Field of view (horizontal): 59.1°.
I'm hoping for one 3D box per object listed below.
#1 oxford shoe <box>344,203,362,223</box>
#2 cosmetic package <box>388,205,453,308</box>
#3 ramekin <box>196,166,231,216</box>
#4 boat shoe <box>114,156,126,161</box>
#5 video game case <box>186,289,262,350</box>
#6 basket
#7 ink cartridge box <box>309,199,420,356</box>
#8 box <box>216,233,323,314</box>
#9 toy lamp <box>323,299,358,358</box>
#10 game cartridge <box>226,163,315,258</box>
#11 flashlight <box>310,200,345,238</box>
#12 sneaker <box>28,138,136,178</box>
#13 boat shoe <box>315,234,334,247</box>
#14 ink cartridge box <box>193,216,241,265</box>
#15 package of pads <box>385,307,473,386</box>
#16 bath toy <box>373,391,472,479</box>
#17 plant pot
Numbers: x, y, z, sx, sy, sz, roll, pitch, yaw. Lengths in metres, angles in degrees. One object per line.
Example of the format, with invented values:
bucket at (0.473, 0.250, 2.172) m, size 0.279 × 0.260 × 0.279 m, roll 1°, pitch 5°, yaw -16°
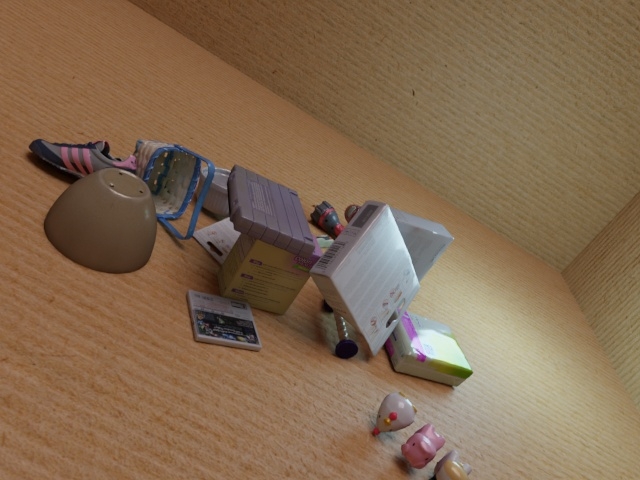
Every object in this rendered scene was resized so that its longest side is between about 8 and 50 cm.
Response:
oxford shoe at (0.214, -0.035, 2.432) m, size 0.348 × 0.123 × 0.130 m, roll 41°, pitch -7°, yaw -25°
cosmetic package at (0.239, 0.081, 1.950) m, size 0.284 × 0.377 × 0.097 m, roll 17°, pitch 29°, yaw -35°
ramekin at (-0.334, -0.165, 1.973) m, size 0.207 × 0.109 × 0.207 m, roll 21°, pitch 20°, yaw -8°
boat shoe at (-0.643, -0.232, 1.789) m, size 0.068 × 0.072 × 0.190 m, roll 28°, pitch 26°, yaw -15°
video game case at (-0.261, 0.216, 1.522) m, size 0.190 × 0.022 × 0.173 m, roll 18°, pitch 29°, yaw -33°
basket at (-0.449, -0.174, 1.711) m, size 0.289 × 0.254 × 0.201 m, roll 37°, pitch 20°, yaw 33°
ink cartridge box at (0.152, 0.120, 1.719) m, size 0.091 × 0.308 × 0.385 m, roll 14°, pitch -36°, yaw 40°
box at (-0.151, 0.074, 1.646) m, size 0.214 × 0.243 × 0.117 m, roll 19°, pitch 29°, yaw -29°
toy lamp at (0.058, 0.249, 1.788) m, size 0.080 × 0.080 × 0.274 m, roll 24°, pitch 27°, yaw -22°
game cartridge at (-0.149, -0.088, 1.585) m, size 0.230 × 0.068 × 0.355 m, roll 19°, pitch 24°, yaw -20°
flashlight at (0.095, -0.032, 2.303) m, size 0.304 × 0.103 × 0.103 m, roll 43°, pitch 25°, yaw 19°
sneaker at (-0.685, -0.248, 1.652) m, size 0.319 × 0.131 × 0.112 m, roll 24°, pitch 4°, yaw -1°
boat shoe at (0.000, 0.000, 2.194) m, size 0.043 × 0.049 × 0.137 m, roll 44°, pitch 24°, yaw 26°
ink cartridge box at (-0.286, 0.011, 1.845) m, size 0.181 × 0.056 × 0.225 m, roll 43°, pitch 44°, yaw 17°
package of pads at (0.349, 0.359, 1.921) m, size 0.297 × 0.101 × 0.229 m, roll 22°, pitch 29°, yaw -27°
bath toy at (0.273, 0.554, 1.466) m, size 0.348 × 0.129 × 0.151 m, roll 46°, pitch -17°, yaw 19°
plant pot at (-0.550, -0.077, 1.491) m, size 0.284 × 0.191 × 0.284 m, roll 28°, pitch 26°, yaw -15°
